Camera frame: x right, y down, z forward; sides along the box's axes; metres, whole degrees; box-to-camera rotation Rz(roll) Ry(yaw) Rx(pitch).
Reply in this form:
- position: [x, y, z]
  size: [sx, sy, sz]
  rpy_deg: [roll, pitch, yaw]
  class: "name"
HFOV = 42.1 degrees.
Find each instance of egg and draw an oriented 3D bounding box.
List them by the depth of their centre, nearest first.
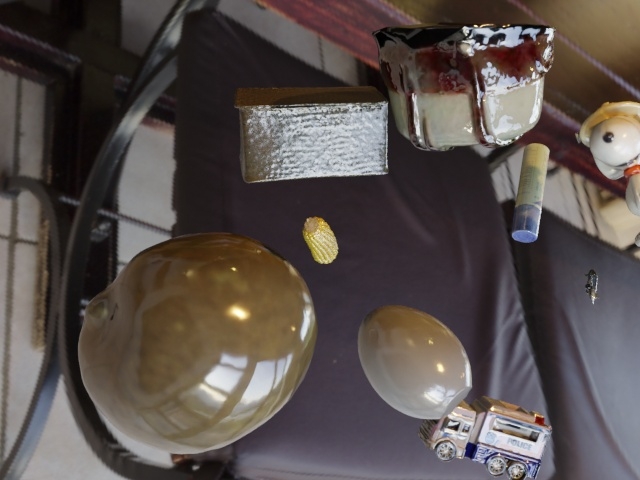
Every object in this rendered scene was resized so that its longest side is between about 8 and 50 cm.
- position: [0.165, 0.216, 1.514]
  size: [0.176, 0.176, 0.232]
  rpy_deg: [-4, 39, -49]
  class: "egg"

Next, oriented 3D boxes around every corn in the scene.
- position: [0.000, 0.000, 1.026]
  size: [0.092, 0.037, 0.037]
  rpy_deg: [61, 22, -62]
  class: "corn"

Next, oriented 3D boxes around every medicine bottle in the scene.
- position: [0.474, -0.109, 1.874]
  size: [0.059, 0.059, 0.231]
  rpy_deg: [32, 60, -33]
  class: "medicine bottle"

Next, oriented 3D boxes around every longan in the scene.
- position: [-0.167, 0.140, 1.118]
  size: [0.288, 0.350, 0.288]
  rpy_deg: [41, 26, -26]
  class: "longan"

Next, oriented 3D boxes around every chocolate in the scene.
- position: [0.220, -0.231, 1.272]
  size: [0.283, 0.284, 0.186]
  rpy_deg: [-11, 104, -50]
  class: "chocolate"

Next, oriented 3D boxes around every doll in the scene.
- position: [0.599, -0.132, 1.609]
  size: [0.271, 0.144, 0.208]
  rpy_deg: [60, 31, -6]
  class: "doll"

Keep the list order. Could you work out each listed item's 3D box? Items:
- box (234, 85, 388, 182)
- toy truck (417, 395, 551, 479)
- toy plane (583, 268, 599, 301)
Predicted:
- position: [-0.020, -0.202, 1.538]
  size: [0.184, 0.273, 0.143]
  rpy_deg: [-108, -165, -70]
  class: "box"
- position: [0.369, 0.433, 1.883]
  size: [0.268, 0.124, 0.155]
  rpy_deg: [19, 94, -10]
  class: "toy truck"
- position: [0.641, 0.105, 1.964]
  size: [0.078, 0.031, 0.083]
  rpy_deg: [55, 32, -52]
  class: "toy plane"
